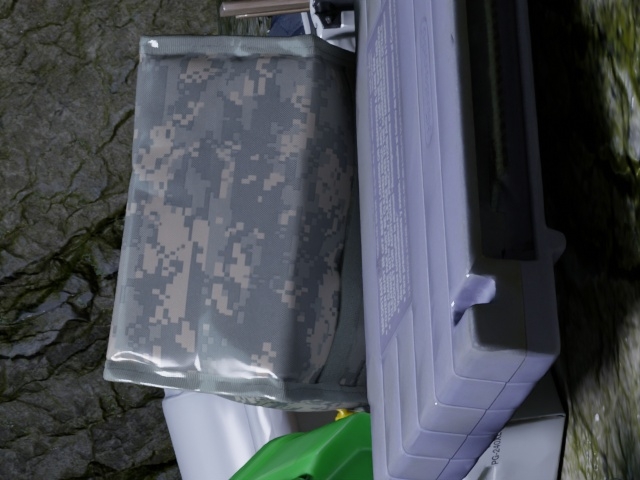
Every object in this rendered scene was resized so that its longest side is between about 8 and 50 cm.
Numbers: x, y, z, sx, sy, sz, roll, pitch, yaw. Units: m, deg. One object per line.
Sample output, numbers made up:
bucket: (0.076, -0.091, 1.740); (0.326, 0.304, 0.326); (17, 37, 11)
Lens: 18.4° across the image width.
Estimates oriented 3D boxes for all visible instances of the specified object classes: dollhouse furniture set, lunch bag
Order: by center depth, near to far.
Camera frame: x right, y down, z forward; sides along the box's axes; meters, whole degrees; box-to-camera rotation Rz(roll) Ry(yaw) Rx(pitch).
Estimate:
lunch bag: (0.000, 0.000, 1.350); (0.287, 0.169, 0.235); (13, -98, -61)
dollhouse furniture set: (-0.042, -0.285, 1.825); (0.144, 0.123, 0.151); (-179, 82, -84)

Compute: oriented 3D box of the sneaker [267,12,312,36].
sneaker: (-0.040, -0.124, 2.011); (0.126, 0.127, 0.321); (95, 168, -70)

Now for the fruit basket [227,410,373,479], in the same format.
fruit basket: (-0.068, 0.310, 1.309); (0.283, 0.392, 0.392); (43, 166, 8)

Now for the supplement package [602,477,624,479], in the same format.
supplement package: (0.093, 0.295, 0.998); (0.177, 0.175, 0.293); (-107, 12, -61)

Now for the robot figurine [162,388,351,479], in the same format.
robot figurine: (-0.042, 0.182, 1.893); (0.300, 0.200, 0.353); (131, 124, -83)

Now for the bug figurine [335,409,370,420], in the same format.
bug figurine: (0.050, 0.080, 1.625); (0.279, 0.072, 0.216); (-97, 10, -51)

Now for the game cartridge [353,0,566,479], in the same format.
game cartridge: (0.070, -0.056, 1.093); (0.230, 0.068, 0.355); (105, 165, -63)

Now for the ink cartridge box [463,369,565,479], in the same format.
ink cartridge box: (0.101, 0.090, 1.216); (0.109, 0.063, 0.150); (89, 171, -46)

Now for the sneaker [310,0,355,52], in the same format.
sneaker: (0.031, -0.111, 1.607); (0.106, 0.078, 0.234); (94, 172, -74)
